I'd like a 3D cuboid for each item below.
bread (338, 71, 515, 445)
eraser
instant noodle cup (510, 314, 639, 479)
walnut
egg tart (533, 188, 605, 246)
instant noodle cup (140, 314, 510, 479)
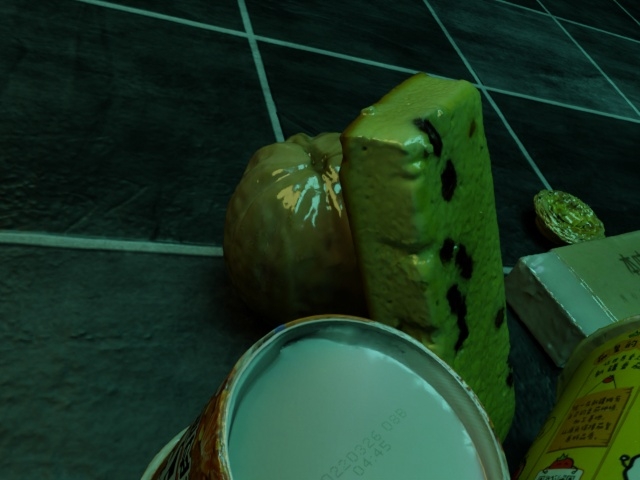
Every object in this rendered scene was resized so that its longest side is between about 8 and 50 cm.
[{"bbox_3d":[0.103,0.049,0.526,0.077,0.361,0.138,7,31,37],"label":"bread"},{"bbox_3d":[0.414,0.069,0.857,0.344,0.078,0.144,-9,52,-34],"label":"eraser"},{"bbox_3d":[0.273,0.249,0.451,0.254,0.325,0.325,-31,67,-34],"label":"instant noodle cup"},{"bbox_3d":[0.000,0.000,0.612,0.213,0.213,0.213,15,43,-15],"label":"walnut"},{"bbox_3d":[0.384,-0.026,0.956,0.129,0.049,0.128,16,42,-15],"label":"egg tart"},{"bbox_3d":[0.000,0.187,0.432,0.251,0.192,0.250,15,44,-15],"label":"instant noodle cup"}]
